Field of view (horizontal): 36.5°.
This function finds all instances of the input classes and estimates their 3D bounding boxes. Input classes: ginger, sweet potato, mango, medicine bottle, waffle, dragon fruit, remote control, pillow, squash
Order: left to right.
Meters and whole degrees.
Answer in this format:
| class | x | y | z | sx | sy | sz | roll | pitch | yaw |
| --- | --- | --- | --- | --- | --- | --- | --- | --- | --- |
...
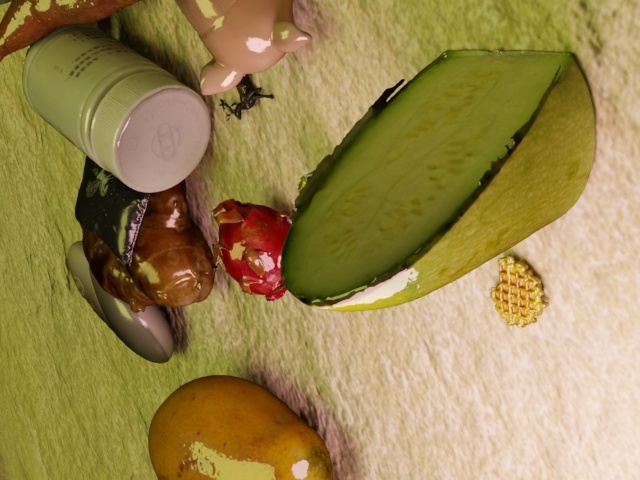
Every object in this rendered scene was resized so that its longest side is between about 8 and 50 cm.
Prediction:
| class | x | y | z | sx | sy | sz | roll | pitch | yaw |
| --- | --- | --- | --- | --- | --- | --- | --- | --- | --- |
| sweet potato | -0.405 | -0.395 | 1.577 | 0.354 | 0.095 | 0.106 | -18 | 81 | 19 |
| pillow | -0.356 | -0.059 | 1.637 | 0.208 | 0.055 | 0.141 | 33 | 114 | 44 |
| medicine bottle | -0.340 | -0.224 | 1.609 | 0.332 | 0.190 | 0.190 | 36 | 135 | 41 |
| remote control | -0.402 | 0.121 | 1.950 | 0.332 | 0.103 | 0.221 | 38 | 161 | 37 |
| ginger | -0.326 | -0.011 | 1.745 | 0.357 | 0.152 | 0.274 | -2 | 106 | 54 |
| mango | -0.127 | 0.362 | 1.612 | 0.378 | 0.221 | 0.264 | 5 | 109 | 45 |
| dragon fruit | -0.092 | 0.006 | 1.443 | 0.133 | 0.136 | 0.166 | -38 | 84 | 22 |
| squash | 0.089 | -0.059 | 0.973 | 0.233 | 0.309 | 0.210 | 18 | 121 | 51 |
| waffle | 0.224 | 0.061 | 1.113 | 0.078 | 0.016 | 0.085 | 50 | 144 | 27 |

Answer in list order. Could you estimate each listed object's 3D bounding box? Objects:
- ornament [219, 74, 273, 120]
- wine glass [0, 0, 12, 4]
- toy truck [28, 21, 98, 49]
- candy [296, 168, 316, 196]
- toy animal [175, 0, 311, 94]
| class | x | y | z | sx | sy | sz | roll | pitch | yaw |
| --- | --- | --- | --- | --- | --- | --- | --- | --- | --- |
| ornament | -0.119 | -0.221 | 1.442 | 0.125 | 0.028 | 0.073 | -23 | 89 | 56 |
| wine glass | -0.593 | -0.488 | 1.791 | 0.103 | 0.231 | 0.103 | 34 | 134 | 45 |
| toy truck | -0.453 | -0.378 | 1.750 | 0.114 | 0.135 | 0.270 | 35 | 139 | 37 |
| candy | 0.003 | 0.000 | 1.368 | 0.073 | 0.077 | 0.262 | 27 | 141 | 19 |
| toy animal | -0.117 | -0.335 | 1.261 | 0.166 | 0.154 | 0.250 | -27 | 88 | 49 |
